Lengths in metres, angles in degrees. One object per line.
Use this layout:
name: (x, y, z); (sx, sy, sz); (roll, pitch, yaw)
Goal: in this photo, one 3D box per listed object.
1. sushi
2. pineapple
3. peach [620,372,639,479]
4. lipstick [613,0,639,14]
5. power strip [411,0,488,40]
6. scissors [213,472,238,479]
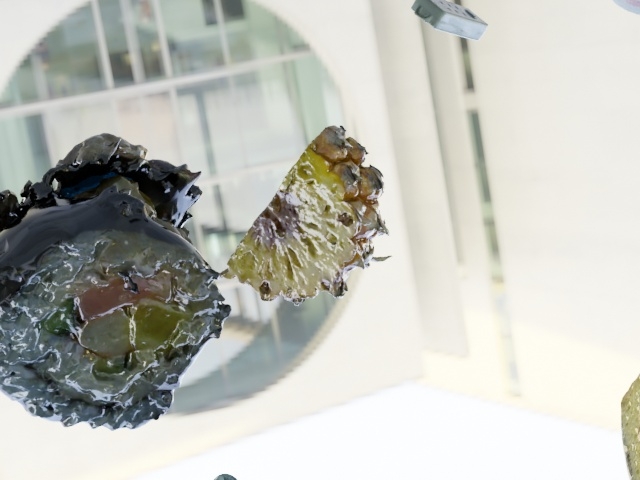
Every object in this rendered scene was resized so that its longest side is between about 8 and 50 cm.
sushi: (-0.200, 0.025, 1.278); (0.238, 0.225, 0.218); (-29, -142, 17)
pineapple: (0.001, -0.001, 1.491); (0.233, 0.135, 0.079); (-50, 180, 45)
peach: (0.478, 0.227, 1.497); (0.380, 0.242, 0.306); (26, -151, 20)
lipstick: (0.390, -0.347, 1.695); (0.057, 0.186, 0.063); (27, 152, 5)
power strip: (0.096, -0.163, 1.083); (0.027, 0.017, 0.083); (46, -156, 26)
scissors: (-0.044, 0.383, 1.786); (0.125, 0.256, 0.030); (-39, -178, 31)
